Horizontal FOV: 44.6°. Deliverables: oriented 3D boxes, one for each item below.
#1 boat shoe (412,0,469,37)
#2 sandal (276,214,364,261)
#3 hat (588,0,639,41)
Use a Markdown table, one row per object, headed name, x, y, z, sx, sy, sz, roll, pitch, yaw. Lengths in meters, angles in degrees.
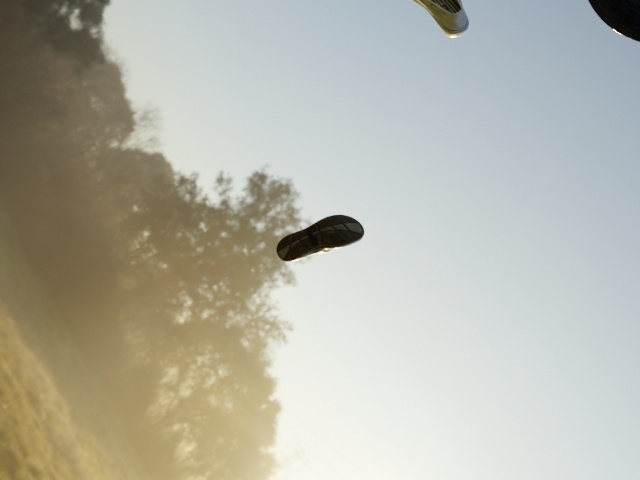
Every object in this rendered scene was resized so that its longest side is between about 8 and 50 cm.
| name | x | y | z | sx | sy | sz | roll | pitch | yaw |
| --- | --- | --- | --- | --- | --- | --- | --- | --- | --- |
| boat shoe | 0.229 | -0.514 | 1.586 | 0.226 | 0.083 | 0.076 | 52 | -7 | 24 |
| sandal | 0.000 | 0.000 | 1.572 | 0.049 | 0.180 | 0.072 | 63 | 8 | -67 |
| hat | 0.523 | -0.433 | 1.066 | 0.331 | 0.331 | 0.134 | 68 | -9 | -21 |
